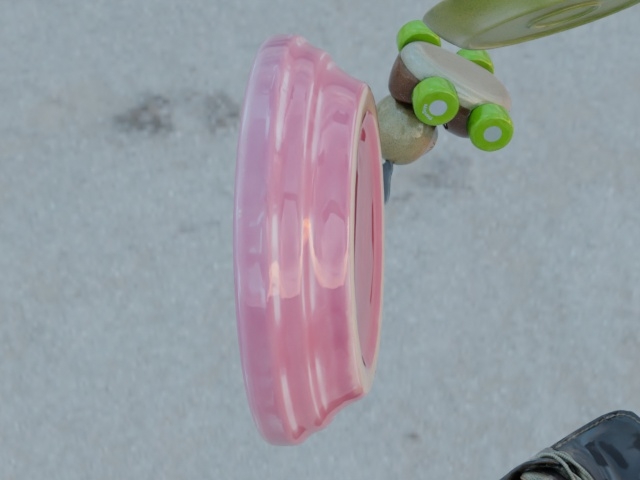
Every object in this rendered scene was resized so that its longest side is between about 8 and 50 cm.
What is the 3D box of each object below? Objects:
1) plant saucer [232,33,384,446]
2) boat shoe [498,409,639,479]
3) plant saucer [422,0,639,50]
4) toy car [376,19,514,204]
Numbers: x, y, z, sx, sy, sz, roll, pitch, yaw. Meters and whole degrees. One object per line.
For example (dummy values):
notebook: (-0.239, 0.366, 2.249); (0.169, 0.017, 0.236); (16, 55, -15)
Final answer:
plant saucer: (0.000, 0.000, 1.259); (0.084, 0.332, 0.332); (1, 46, 9)
boat shoe: (0.233, 0.283, 1.566); (0.132, 0.130, 0.355); (38, 56, 19)
plant saucer: (0.210, -0.212, 1.370); (0.241, 0.241, 0.037); (-16, 87, -13)
toy car: (0.117, -0.130, 1.820); (0.149, 0.188, 0.155); (23, 32, -22)
